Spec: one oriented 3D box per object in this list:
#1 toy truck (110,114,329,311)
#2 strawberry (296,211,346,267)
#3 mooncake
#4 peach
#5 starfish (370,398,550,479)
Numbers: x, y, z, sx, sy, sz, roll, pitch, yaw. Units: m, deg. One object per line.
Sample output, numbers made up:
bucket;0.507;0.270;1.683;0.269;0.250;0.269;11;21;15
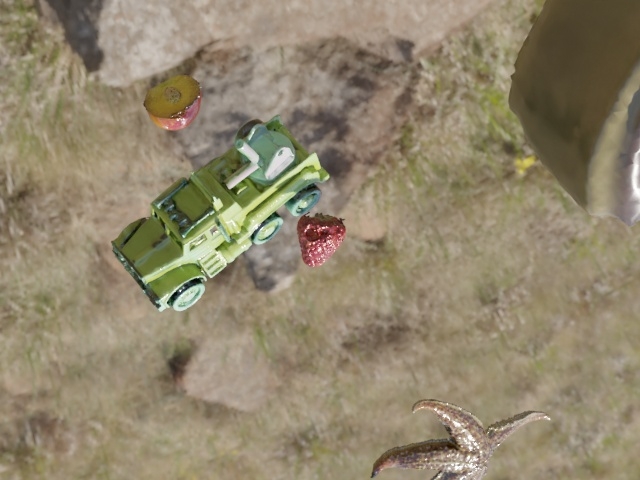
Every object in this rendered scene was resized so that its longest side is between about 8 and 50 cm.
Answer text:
toy truck;-0.128;-0.045;1.194;0.259;0.128;0.135;-41;159;-4
strawberry;0.000;0.000;1.463;0.073;0.073;0.083;-3;105;-35
mooncake;0.410;-0.169;1.074;0.394;0.246;0.393;-39;138;4
peach;-0.221;-0.207;1.577;0.098;0.098;0.061;-21;142;-4
starfish;0.172;0.246;1.184;0.238;0.057;0.213;-22;127;-11
